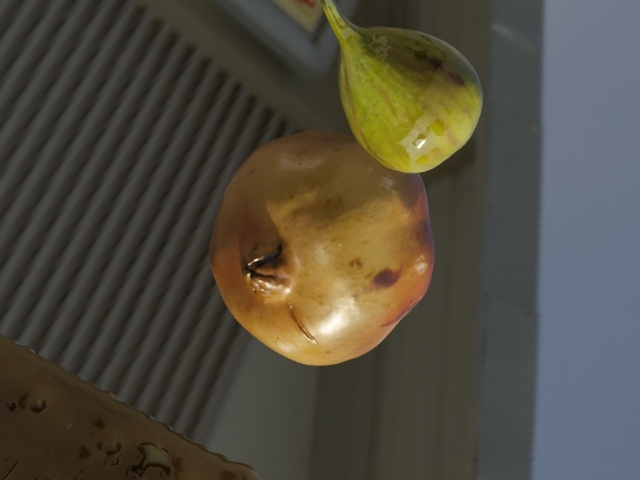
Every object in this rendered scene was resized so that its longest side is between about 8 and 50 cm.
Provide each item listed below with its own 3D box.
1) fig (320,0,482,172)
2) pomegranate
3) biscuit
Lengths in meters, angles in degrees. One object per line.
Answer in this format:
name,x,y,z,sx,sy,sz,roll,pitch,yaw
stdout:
fig,0.041,-0.125,1.040,0.093,0.166,0.093,-32,-168,8
pomegranate,0.002,0.000,1.388,0.209,0.209,0.209,-41,-155,24
biscuit,-0.215,0.195,1.148,0.324,0.044,0.217,24,-112,36
